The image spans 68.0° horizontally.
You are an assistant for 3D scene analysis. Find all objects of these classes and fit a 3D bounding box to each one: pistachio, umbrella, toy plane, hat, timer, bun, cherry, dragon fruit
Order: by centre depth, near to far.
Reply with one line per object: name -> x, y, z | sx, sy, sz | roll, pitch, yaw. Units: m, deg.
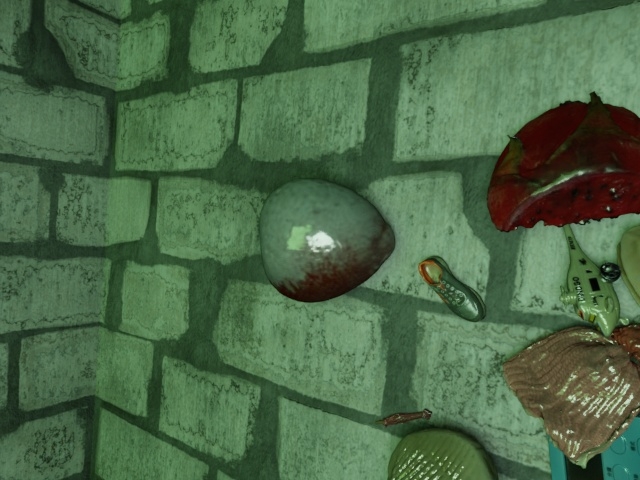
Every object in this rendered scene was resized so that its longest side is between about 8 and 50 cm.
pistachio -> 0.630, 0.071, 0.844 | 0.152, 0.126, 0.223 | -40, 57, 5
timer -> 0.563, 0.437, 0.900 | 0.250, 0.091, 0.231 | -9, 83, 39
hat -> 0.521, 0.258, 0.909 | 0.286, 0.107, 0.236 | -42, 46, 11
dragon fruit -> 0.494, -0.166, 0.929 | 0.344, 0.100, 0.281 | -10, 67, 22
toy plane -> 0.511, 0.050, 0.935 | 0.108, 0.092, 0.286 | -8, 64, 11
bun -> 0.271, 0.559, 1.040 | 0.282, 0.204, 0.281 | -24, 38, 20
umbrella -> 0.207, 0.451, 1.200 | 0.165, 0.025, 0.027 | -26, 56, 31
cherry -> -0.002, -0.013, 1.221 | 0.335, 0.291, 0.326 | -29, 78, 22

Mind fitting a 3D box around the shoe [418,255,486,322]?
shoe -> 0.299, 0.116, 1.109 | 0.074, 0.077, 0.194 | -50, 61, 24
